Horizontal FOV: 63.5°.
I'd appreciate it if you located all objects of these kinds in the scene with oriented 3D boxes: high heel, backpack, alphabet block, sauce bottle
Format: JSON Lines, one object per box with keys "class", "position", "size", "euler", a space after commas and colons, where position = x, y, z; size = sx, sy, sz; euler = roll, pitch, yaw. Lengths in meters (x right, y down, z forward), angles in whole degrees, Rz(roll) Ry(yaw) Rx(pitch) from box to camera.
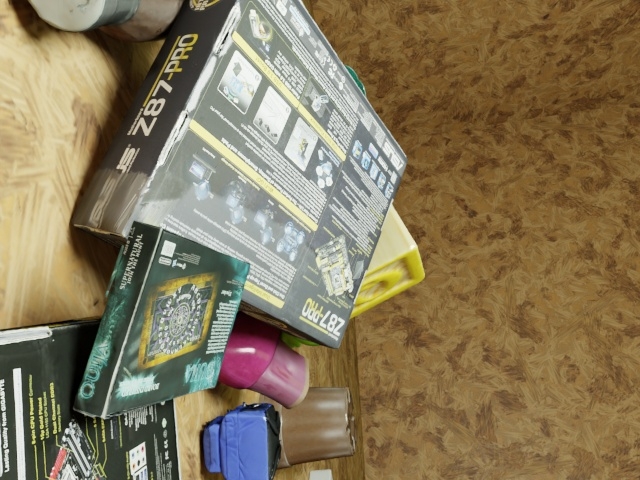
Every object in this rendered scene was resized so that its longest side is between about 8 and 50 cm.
{"class": "high heel", "position": [-0.115, 0.092, 0.846], "size": [0.181, 0.127, 0.377], "euler": [39, 12, -26]}
{"class": "backpack", "position": [-0.103, 0.271, 0.715], "size": [0.120, 0.101, 0.098], "euler": [61, 31, -80]}
{"class": "alphabet block", "position": [0.046, 0.006, 0.900], "size": [0.197, 0.193, 0.192], "euler": [63, 6, 24]}
{"class": "sauce bottle", "position": [-0.188, -0.275, 0.560], "size": [0.344, 0.111, 0.111], "euler": [-79, 160, -66]}

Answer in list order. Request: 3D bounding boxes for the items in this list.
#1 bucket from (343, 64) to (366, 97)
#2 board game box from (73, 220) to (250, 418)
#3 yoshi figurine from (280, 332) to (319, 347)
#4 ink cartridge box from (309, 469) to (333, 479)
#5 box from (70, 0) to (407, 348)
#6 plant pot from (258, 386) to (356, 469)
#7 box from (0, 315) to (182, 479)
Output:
{"class": "bucket", "position": [-0.003, -0.335, 1.398], "size": [0.183, 0.281, 0.281], "euler": [-4, 87, -85]}
{"class": "board game box", "position": [-0.112, 0.064, 0.416], "size": [0.186, 0.026, 0.126], "euler": [45, 60, -75]}
{"class": "yoshi figurine", "position": [-0.003, 0.157, 1.154], "size": [0.362, 0.203, 0.204], "euler": [22, 80, -69]}
{"class": "ink cartridge box", "position": [0.006, 0.661, 1.290], "size": [0.099, 0.056, 0.135], "euler": [-72, 153, -71]}
{"class": "box", "position": [-0.045, -0.071, 0.631], "size": [0.395, 0.097, 0.318], "euler": [39, 66, -51]}
{"class": "plant pot", "position": [-0.019, 0.353, 1.001], "size": [0.167, 0.165, 0.167], "euler": [-7, 90, -83]}
{"class": "box", "position": [-0.177, 0.215, 0.345], "size": [0.257, 0.079, 0.322], "euler": [19, 64, -79]}
